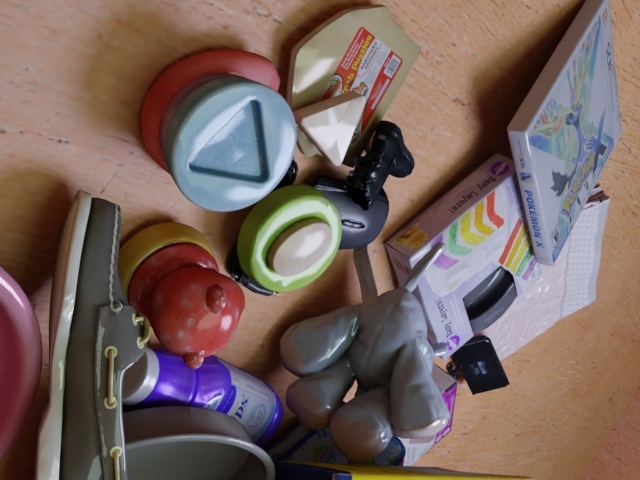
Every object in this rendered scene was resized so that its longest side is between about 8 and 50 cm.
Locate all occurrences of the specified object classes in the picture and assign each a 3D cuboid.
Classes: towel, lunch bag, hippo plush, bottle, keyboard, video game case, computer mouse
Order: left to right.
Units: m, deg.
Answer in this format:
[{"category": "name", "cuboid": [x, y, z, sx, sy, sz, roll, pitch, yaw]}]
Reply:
[{"category": "bottle", "cuboid": [-0.152, 0.194, 0.988, 0.118, 0.092, 0.283, -51, 145, -4]}, {"category": "computer mouse", "cuboid": [0.000, 0.000, 1.041, 0.262, 0.060, 0.184, 12, 107, -53]}, {"category": "lunch bag", "cuboid": [0.007, 0.352, 1.240, 0.219, 0.176, 0.090, -33, 139, -33]}, {"category": "hippo plush", "cuboid": [0.071, 0.176, 1.195, 0.236, 0.234, 0.294, 62, 27, -72]}, {"category": "keyboard", "cuboid": [0.299, 0.247, 1.600, 0.108, 0.023, 0.180, -17, 134, 14]}, {"category": "towel", "cuboid": [0.419, 0.082, 1.574, 0.317, 0.053, 0.332, -28, 138, -17]}, {"category": "video game case", "cuboid": [0.402, -0.174, 1.302, 0.329, 0.036, 0.300, -55, 140, -27]}]

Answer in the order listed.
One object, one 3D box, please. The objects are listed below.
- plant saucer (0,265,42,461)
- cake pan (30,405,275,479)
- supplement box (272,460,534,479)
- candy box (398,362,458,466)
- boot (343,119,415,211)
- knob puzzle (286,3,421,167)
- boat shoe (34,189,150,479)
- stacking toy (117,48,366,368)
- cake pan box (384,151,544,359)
[{"category": "plant saucer", "cuboid": [-0.394, 0.126, 0.652, 0.332, 0.084, 0.332, -30, 137, -32]}, {"category": "cake pan", "cuboid": [-0.200, 0.282, 0.939, 0.293, 0.054, 0.293, -12, 141, -10]}, {"category": "supplement box", "cuboid": [0.093, 0.397, 1.062, 0.356, 0.194, 0.195, 13, 74, -35]}, {"category": "candy box", "cuboid": [0.148, 0.351, 1.498, 0.233, 0.071, 0.159, -32, 140, -29]}, {"category": "boot", "cuboid": [0.074, -0.082, 1.020, 0.099, 0.045, 0.121, -63, 155, -16]}, {"category": "knob puzzle", "cuboid": [0.021, -0.187, 0.940, 0.213, 0.030, 0.213, -31, 139, -31]}, {"category": "boat shoe", "cuboid": [-0.211, 0.107, 0.765, 0.091, 0.109, 0.305, 6, 91, -20]}, {"category": "stacking toy", "cuboid": [-0.055, -0.026, 0.846, 0.279, 0.130, 0.309, -5, 120, -35]}, {"category": "cake pan box", "cuboid": [0.239, 0.033, 1.303, 0.245, 0.070, 0.267, -35, 133, -15]}]
